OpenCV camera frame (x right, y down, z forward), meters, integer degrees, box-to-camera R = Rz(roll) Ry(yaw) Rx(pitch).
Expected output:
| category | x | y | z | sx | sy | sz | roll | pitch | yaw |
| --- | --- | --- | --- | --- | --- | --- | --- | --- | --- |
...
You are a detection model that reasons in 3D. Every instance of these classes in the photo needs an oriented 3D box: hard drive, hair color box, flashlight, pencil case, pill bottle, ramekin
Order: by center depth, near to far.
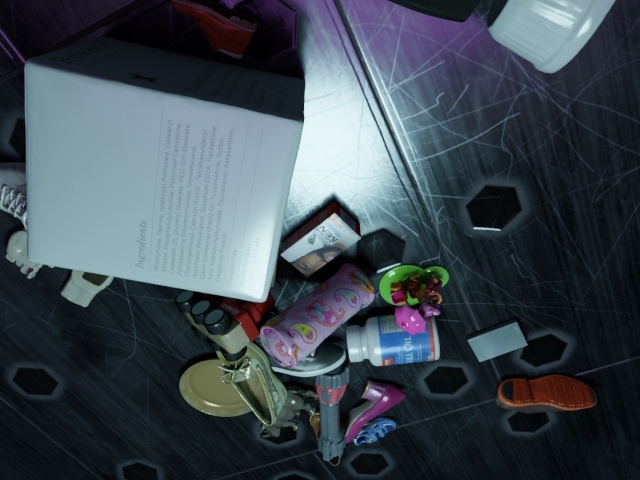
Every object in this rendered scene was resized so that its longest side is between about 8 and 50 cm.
| category | x | y | z | sx | sy | sz | roll | pitch | yaw |
| --- | --- | --- | --- | --- | --- | --- | --- | --- | --- |
| ramekin | 0.363 | -0.410 | 0.834 | 0.127 | 0.273 | 0.273 | 21 | 122 | 1 |
| pencil case | 0.000 | 0.168 | 1.225 | 0.124 | 0.284 | 0.124 | 33 | 141 | 32 |
| hair color box | 0.000 | 0.000 | 1.231 | 0.167 | 0.053 | 0.093 | -37 | 117 | 24 |
| pill bottle | 0.180 | 0.250 | 1.357 | 0.221 | 0.124 | 0.124 | -8 | 124 | 6 |
| hard drive | 0.467 | 0.264 | 1.426 | 0.135 | 0.022 | 0.094 | -25 | 120 | 16 |
| flashlight | 0.033 | 0.459 | 1.494 | 0.103 | 0.103 | 0.304 | -12 | 120 | -17 |

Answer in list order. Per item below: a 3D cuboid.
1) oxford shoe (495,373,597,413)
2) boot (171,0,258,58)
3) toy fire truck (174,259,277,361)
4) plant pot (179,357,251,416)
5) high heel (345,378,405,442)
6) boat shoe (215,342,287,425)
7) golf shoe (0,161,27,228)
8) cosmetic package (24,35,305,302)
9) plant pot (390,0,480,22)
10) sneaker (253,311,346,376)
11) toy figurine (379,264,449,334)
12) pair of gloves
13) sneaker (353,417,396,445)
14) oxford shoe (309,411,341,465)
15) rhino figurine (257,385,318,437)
| category | x | y | z | sx | sy | sz | roll | pitch | yaw |
| --- | --- | --- | --- | --- | --- | --- | --- | --- | --- |
| oxford shoe | 0.627 | 0.438 | 1.517 | 0.271 | 0.097 | 0.098 | 3 | 144 | 3 |
| boot | -0.200 | -0.386 | 0.969 | 0.158 | 0.059 | 0.085 | 21 | 127 | -15 |
| toy fire truck | -0.192 | 0.119 | 1.258 | 0.246 | 0.217 | 0.158 | -39 | 125 | -24 |
| plant pot | -0.275 | 0.409 | 1.522 | 0.236 | 0.032 | 0.236 | 0 | 125 | 1 |
| high heel | 0.149 | 0.508 | 1.560 | 0.117 | 0.082 | 0.244 | 20 | 110 | -3 |
| boat shoe | -0.173 | 0.344 | 1.342 | 0.104 | 0.089 | 0.285 | -18 | 122 | 27 |
| golf shoe | -0.587 | -0.078 | 1.117 | 0.306 | 0.140 | 0.115 | 16 | 114 | -4 |
| cosmetic package | -0.248 | -0.136 | 0.951 | 0.393 | 0.329 | 0.327 | 10 | 116 | -7 |
| plant pot | 0.186 | -0.456 | 0.852 | 0.167 | 0.187 | 0.188 | 21 | 122 | -27 |
| sneaker | -0.081 | 0.258 | 1.372 | 0.295 | 0.104 | 0.147 | 4 | 129 | 3 |
| toy figurine | 0.231 | 0.148 | 1.266 | 0.173 | 0.159 | 0.130 | -16 | 123 | 10 |
| pair of gloves | -0.609 | 0.048 | 1.273 | 0.204 | 0.042 | 0.240 | -39 | 115 | 23 |
| sneaker | 0.161 | 0.576 | 1.617 | 0.144 | 0.059 | 0.053 | -20 | 120 | 12 |
| oxford shoe | 0.024 | 0.596 | 1.623 | 0.076 | 0.076 | 0.212 | -16 | 121 | 13 |
| rhino figurine | -0.108 | 0.503 | 1.561 | 0.106 | 0.073 | 0.243 | 26 | 122 | -21 |
